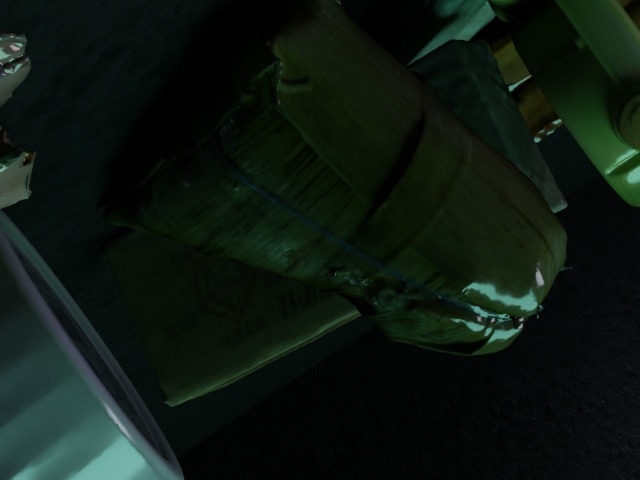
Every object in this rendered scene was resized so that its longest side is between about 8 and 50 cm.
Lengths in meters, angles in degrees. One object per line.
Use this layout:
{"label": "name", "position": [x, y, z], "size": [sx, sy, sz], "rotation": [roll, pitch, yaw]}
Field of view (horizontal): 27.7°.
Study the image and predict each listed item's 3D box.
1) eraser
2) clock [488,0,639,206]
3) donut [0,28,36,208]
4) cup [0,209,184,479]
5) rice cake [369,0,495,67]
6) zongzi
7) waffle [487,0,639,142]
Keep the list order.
{"label": "eraser", "position": [0.000, -0.008, 0.962], "size": [0.343, 0.144, 0.078], "rotation": [-28, 172, 28]}
{"label": "clock", "position": [0.191, -0.088, 0.822], "size": [0.069, 0.232, 0.170], "rotation": [-35, 169, 16]}
{"label": "donut", "position": [-0.183, -0.043, 0.562], "size": [0.117, 0.065, 0.166], "rotation": [-32, 169, -20]}
{"label": "cup", "position": [-0.279, 0.160, 0.698], "size": [0.371, 0.253, 0.253], "rotation": [-35, 170, -5]}
{"label": "rice cake", "position": [0.103, -0.176, 0.919], "size": [0.124, 0.038, 0.211], "rotation": [-24, 167, -44]}
{"label": "zongzi", "position": [0.000, 0.000, 0.847], "size": [0.274, 0.251, 0.125], "rotation": [-40, -171, 45]}
{"label": "waffle", "position": [0.228, -0.177, 1.073], "size": [0.308, 0.091, 0.213], "rotation": [-35, -177, 4]}
